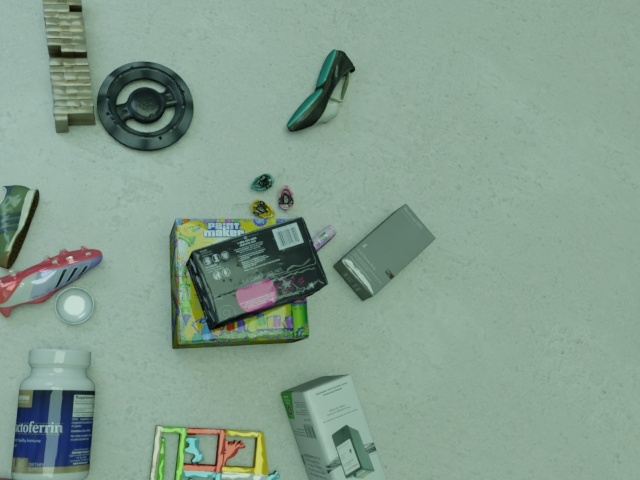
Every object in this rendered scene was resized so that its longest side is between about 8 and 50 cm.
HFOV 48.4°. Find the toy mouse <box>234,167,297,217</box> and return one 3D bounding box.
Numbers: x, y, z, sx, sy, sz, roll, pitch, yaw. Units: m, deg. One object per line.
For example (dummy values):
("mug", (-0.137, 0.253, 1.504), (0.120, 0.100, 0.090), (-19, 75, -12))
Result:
("toy mouse", (-0.120, -0.118, 1.791), (0.161, 0.031, 0.143), (23, 73, -11))

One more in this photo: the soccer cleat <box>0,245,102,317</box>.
("soccer cleat", (-0.603, 0.087, 1.583), (0.248, 0.083, 0.095), (-21, 114, -25))

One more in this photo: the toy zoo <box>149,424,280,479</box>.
("toy zoo", (-0.236, 0.525, 1.614), (0.293, 0.030, 0.192), (7, 76, -16))

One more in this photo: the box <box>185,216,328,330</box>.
("box", (-0.138, 0.070, 1.498), (0.247, 0.142, 0.163), (-18, 82, -21))

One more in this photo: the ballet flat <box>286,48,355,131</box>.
("ballet flat", (0.015, -0.377, 1.860), (0.096, 0.095, 0.280), (36, 70, -20))

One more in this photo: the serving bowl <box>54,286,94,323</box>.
("serving bowl", (-0.553, 0.148, 1.601), (0.083, 0.027, 0.083), (4, 77, -16))

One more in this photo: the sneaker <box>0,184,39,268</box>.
("sneaker", (-0.700, -0.036, 1.583), (0.086, 0.064, 0.192), (16, 73, -5))

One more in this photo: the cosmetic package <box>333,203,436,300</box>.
("cosmetic package", (0.163, 0.030, 1.808), (0.238, 0.107, 0.127), (-42, 89, -17))

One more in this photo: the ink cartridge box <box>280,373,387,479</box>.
("ink cartridge box", (0.030, 0.462, 1.615), (0.121, 0.211, 0.289), (-17, 85, -21))

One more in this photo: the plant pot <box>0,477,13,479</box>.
("plant pot", (-0.622, 0.601, 1.404), (0.201, 0.201, 0.180), (29, 86, -9))

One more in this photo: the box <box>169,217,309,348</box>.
("box", (-0.193, 0.100, 1.643), (0.290, 0.177, 0.279), (0, 78, -16))

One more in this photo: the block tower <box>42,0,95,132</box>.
("block tower", (-0.595, -0.428, 1.682), (0.097, 0.091, 0.335), (-5, 80, -17))

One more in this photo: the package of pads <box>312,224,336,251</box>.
("package of pads", (0.000, 0.000, 1.791), (0.083, 0.050, 0.032), (-41, 87, -20))

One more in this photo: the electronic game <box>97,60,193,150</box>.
("electronic game", (-0.425, -0.329, 1.734), (0.229, 0.048, 0.229), (3, 78, -15))

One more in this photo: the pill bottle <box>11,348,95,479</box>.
("pill bottle", (-0.554, 0.363, 1.488), (0.153, 0.153, 0.265), (4, 76, -16))
